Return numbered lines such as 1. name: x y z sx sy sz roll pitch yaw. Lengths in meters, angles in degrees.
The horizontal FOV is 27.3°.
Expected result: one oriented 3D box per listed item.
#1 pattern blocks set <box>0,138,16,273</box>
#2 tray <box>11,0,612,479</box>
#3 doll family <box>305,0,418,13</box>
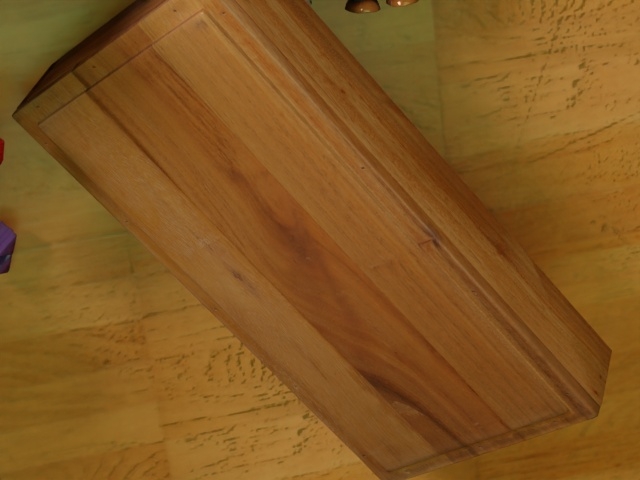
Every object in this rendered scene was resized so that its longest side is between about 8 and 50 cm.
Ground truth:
1. pattern blocks set: -0.321 0.090 0.865 0.026 0.285 0.325 35 61 11
2. tray: 0.000 0.000 0.929 0.202 0.076 0.411 -27 117 38
3. doll family: -0.001 -0.228 0.884 0.262 0.118 0.163 -17 110 -5
